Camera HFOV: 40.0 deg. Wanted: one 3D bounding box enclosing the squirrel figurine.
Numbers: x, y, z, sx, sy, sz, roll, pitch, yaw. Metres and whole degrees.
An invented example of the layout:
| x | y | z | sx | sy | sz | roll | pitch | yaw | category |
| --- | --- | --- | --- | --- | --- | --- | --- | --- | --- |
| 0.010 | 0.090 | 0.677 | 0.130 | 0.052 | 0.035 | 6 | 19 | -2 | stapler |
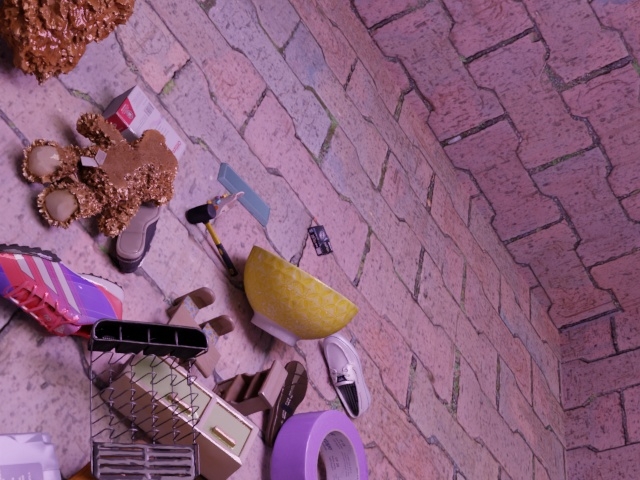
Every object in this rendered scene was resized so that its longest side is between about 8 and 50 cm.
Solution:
| x | y | z | sx | sy | sz | roll | pitch | yaw | category |
| --- | --- | --- | --- | --- | --- | --- | --- | --- | --- |
| -0.546 | -0.500 | 1.612 | 0.397 | 0.281 | 0.370 | 59 | 34 | -9 | squirrel figurine |

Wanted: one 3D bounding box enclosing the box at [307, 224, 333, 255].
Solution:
| x | y | z | sx | sy | sz | roll | pitch | yaw | category |
| --- | --- | --- | --- | --- | --- | --- | --- | --- | --- |
| 0.000 | 0.000 | 2.459 | 0.067 | 0.018 | 0.083 | -8 | 76 | -62 | box |

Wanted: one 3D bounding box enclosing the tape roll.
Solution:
| x | y | z | sx | sy | sz | roll | pitch | yaw | category |
| --- | --- | --- | --- | --- | --- | --- | --- | --- | --- |
| 0.003 | 0.513 | 1.928 | 0.275 | 0.090 | 0.275 | 29 | 55 | -53 | tape roll |

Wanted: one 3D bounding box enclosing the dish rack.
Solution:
| x | y | z | sx | sy | sz | roll | pitch | yaw | category |
| --- | --- | --- | --- | --- | --- | --- | --- | --- | --- |
| -0.288 | 0.274 | 1.466 | 0.208 | 0.074 | 0.271 | 9 | 59 | -29 | dish rack |

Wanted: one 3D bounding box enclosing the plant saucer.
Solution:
| x | y | z | sx | sy | sz | roll | pitch | yaw | category |
| --- | --- | --- | --- | --- | --- | --- | --- | --- | --- |
| -0.188 | -0.117 | 2.215 | 0.192 | 0.018 | 0.067 | 46 | 33 | -33 | plant saucer |

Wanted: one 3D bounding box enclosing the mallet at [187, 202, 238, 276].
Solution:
| x | y | z | sx | sy | sz | roll | pitch | yaw | category |
| --- | --- | --- | --- | --- | --- | --- | --- | --- | --- |
| -0.229 | -0.002 | 1.999 | 0.190 | 0.062 | 0.039 | 57 | 29 | -18 | mallet |

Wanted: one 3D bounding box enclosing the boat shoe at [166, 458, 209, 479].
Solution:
| x | y | z | sx | sy | sz | roll | pitch | yaw | category |
| --- | --- | --- | --- | --- | --- | --- | --- | --- | --- |
| -0.226 | 0.492 | 1.604 | 0.104 | 0.089 | 0.285 | 5 | 60 | -41 | boat shoe |

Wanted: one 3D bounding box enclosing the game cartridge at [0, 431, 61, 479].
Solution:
| x | y | z | sx | sy | sz | roll | pitch | yaw | category |
| --- | --- | --- | --- | --- | --- | --- | --- | --- | --- |
| -0.452 | 0.428 | 1.266 | 0.198 | 0.062 | 0.297 | 12 | 58 | -53 | game cartridge |

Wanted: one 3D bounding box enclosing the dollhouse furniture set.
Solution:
| x | y | z | sx | sy | sz | roll | pitch | yaw | category |
| --- | --- | --- | --- | --- | --- | --- | --- | --- | --- |
| -0.206 | 0.232 | 1.745 | 0.242 | 0.161 | 0.212 | 56 | 29 | -19 | dollhouse furniture set |

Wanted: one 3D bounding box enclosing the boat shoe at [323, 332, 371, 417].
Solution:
| x | y | z | sx | sy | sz | roll | pitch | yaw | category |
| --- | --- | --- | --- | --- | --- | --- | --- | --- | --- |
| 0.067 | 0.344 | 2.234 | 0.226 | 0.083 | 0.076 | 63 | 26 | -9 | boat shoe |

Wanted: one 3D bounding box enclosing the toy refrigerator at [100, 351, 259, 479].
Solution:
| x | y | z | sx | sy | sz | roll | pitch | yaw | category |
| --- | --- | --- | --- | --- | --- | --- | --- | --- | --- |
| -0.248 | 0.310 | 1.589 | 0.269 | 0.094 | 0.102 | 41 | 32 | -8 | toy refrigerator |

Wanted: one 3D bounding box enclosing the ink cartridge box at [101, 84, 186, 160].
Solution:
| x | y | z | sx | sy | sz | roll | pitch | yaw | category |
| --- | --- | --- | --- | --- | --- | --- | --- | --- | --- |
| -0.383 | -0.223 | 1.885 | 0.175 | 0.072 | 0.127 | 53 | 30 | -25 | ink cartridge box |

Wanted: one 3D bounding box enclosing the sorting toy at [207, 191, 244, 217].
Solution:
| x | y | z | sx | sy | sz | roll | pitch | yaw | category |
| --- | --- | --- | --- | --- | --- | --- | --- | --- | --- |
| -0.218 | -0.093 | 2.076 | 0.045 | 0.075 | 0.083 | 63 | 27 | -7 | sorting toy |

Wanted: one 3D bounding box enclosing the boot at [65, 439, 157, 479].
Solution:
| x | y | z | sx | sy | sz | roll | pitch | yaw | category |
| --- | --- | --- | --- | --- | --- | --- | --- | --- | --- |
| -0.308 | 0.490 | 1.442 | 0.295 | 0.104 | 0.211 | 61 | 32 | 0 | boot |

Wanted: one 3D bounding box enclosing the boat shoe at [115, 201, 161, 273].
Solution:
| x | y | z | sx | sy | sz | roll | pitch | yaw | category |
| --- | --- | --- | --- | --- | --- | --- | --- | --- | --- |
| -0.371 | -0.014 | 1.780 | 0.206 | 0.075 | 0.065 | -84 | -176 | -52 | boat shoe |

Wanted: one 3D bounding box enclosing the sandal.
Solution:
| x | y | z | sx | sy | sz | roll | pitch | yaw | category |
| --- | --- | --- | --- | --- | --- | --- | --- | --- | --- |
| -0.088 | 0.366 | 1.975 | 0.090 | 0.060 | 0.219 | 48 | 47 | -40 | sandal |

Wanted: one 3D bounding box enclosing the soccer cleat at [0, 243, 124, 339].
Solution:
| x | y | z | sx | sy | sz | roll | pitch | yaw | category |
| --- | --- | --- | --- | --- | --- | --- | --- | --- | --- |
| -0.454 | 0.097 | 1.475 | 0.318 | 0.108 | 0.116 | 32 | 46 | -52 | soccer cleat |

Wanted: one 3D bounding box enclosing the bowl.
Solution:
| x | y | z | sx | sy | sz | roll | pitch | yaw | category |
| --- | --- | --- | --- | --- | --- | --- | --- | --- | --- |
| -0.073 | 0.150 | 2.022 | 0.289 | 0.289 | 0.156 | 38 | 81 | -43 | bowl |

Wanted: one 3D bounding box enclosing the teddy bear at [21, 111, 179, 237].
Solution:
| x | y | z | sx | sy | sz | roll | pitch | yaw | category |
| --- | --- | --- | --- | --- | --- | --- | --- | --- | --- |
| -0.429 | -0.123 | 1.707 | 0.245 | 0.113 | 0.338 | 51 | 37 | -7 | teddy bear |
